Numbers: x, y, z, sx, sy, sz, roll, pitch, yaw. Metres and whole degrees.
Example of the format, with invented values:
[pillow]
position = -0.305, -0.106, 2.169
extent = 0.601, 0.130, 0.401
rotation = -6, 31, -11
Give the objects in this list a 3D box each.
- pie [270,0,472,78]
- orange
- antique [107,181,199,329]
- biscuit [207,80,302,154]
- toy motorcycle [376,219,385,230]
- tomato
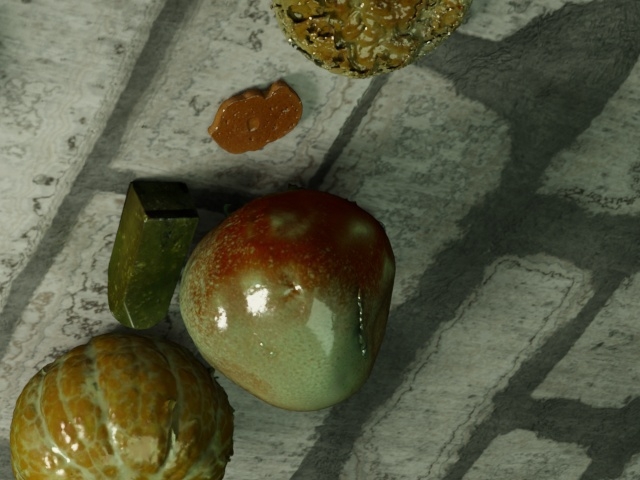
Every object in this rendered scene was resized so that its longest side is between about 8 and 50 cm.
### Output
[pie]
position = 0.070, -0.322, 1.842
extent = 0.274, 0.055, 0.274
rotation = -10, 133, -11
[orange]
position = -0.288, 0.281, 2.119
extent = 0.329, 0.249, 0.329
rotation = -8, 136, -8
[antique]
position = -0.238, 0.026, 2.011
extent = 0.080, 0.081, 0.221
rotation = 1, 131, -26
[biscuit]
position = -0.087, -0.163, 1.945
extent = 0.130, 0.019, 0.102
rotation = -24, 139, -4
[toy motorcycle]
position = 0.000, 0.000, 2.122
extent = 0.190, 0.074, 0.106
rotation = 4, 138, -30
[tomato]
position = -0.034, 0.082, 1.970
extent = 0.304, 0.239, 0.303
rotation = 0, 118, 0
